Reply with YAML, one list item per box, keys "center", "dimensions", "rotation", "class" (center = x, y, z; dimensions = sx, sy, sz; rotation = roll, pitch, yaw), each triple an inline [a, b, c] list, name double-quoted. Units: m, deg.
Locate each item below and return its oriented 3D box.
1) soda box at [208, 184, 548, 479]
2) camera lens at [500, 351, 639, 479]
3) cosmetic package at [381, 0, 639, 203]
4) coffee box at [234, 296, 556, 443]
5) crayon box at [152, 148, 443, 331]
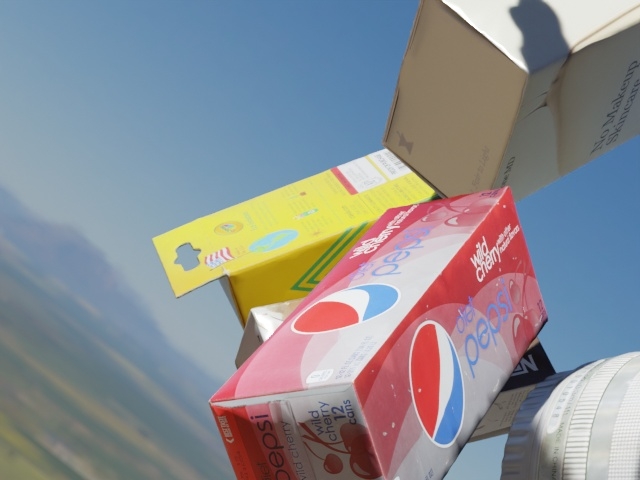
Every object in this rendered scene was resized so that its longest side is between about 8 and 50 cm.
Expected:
- center: [0.041, 0.061, 0.965]
  dimensions: [0.263, 0.083, 0.092]
  rotation: [-45, 120, -58]
  class: "soda box"
- center: [0.300, 0.187, 1.320]
  dimensions: [0.274, 0.219, 0.219]
  rotation: [-7, -37, 41]
  class: "camera lens"
- center: [0.206, -0.153, 1.379]
  dimensions: [0.113, 0.309, 0.160]
  rotation: [42, -38, 25]
  class: "cosmetic package"
- center: [0.066, 0.117, 1.597]
  dimensions: [0.098, 0.246, 0.141]
  rotation: [109, -35, -52]
  class: "coffee box"
- center: [0.000, 0.000, 1.800]
  dimensions: [0.202, 0.318, 0.081]
  rotation: [-123, -166, -70]
  class: "crayon box"
